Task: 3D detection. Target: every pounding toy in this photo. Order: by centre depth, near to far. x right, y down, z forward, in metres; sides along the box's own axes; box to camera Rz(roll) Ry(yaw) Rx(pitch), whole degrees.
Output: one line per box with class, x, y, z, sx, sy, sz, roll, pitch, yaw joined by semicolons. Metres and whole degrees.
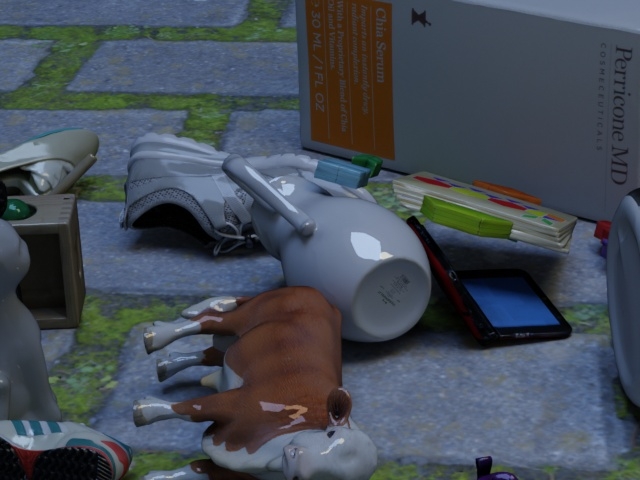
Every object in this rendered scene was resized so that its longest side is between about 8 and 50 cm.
pounding toy;-0.278;0.001;1.584;0.130;0.141;0.100;-2;25;-1

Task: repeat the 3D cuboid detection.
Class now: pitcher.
pitcher;0.000;0.000;1.537;0.125;0.178;0.207;-51;37;1

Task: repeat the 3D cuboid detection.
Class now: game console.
game console;0.157;0.032;1.558;0.085;0.124;0.144;-30;27;0

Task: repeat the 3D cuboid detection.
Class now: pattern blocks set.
pattern blocks set;0.166;-0.027;1.620;0.325;0.026;0.285;19;11;22

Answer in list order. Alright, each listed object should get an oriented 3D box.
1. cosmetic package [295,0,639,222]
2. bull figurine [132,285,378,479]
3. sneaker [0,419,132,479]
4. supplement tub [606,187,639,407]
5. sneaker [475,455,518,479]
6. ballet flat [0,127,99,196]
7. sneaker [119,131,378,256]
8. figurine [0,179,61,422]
cosmetic package;0.194;-0.186;1.853;0.453;0.230;0.161;15;30;34
bull figurine;-0.051;0.131;1.334;0.189;0.101;0.310;-5;23;2
sneaker;-0.227;0.172;1.330;0.161;0.057;0.075;6;9;19
supplement tub;0.412;0.043;1.385;0.316;0.193;0.193;-3;25;-1
sneaker;0.166;0.231;1.109;0.083;0.098;0.224;-18;29;-31
ballet flat;-0.342;-0.057;1.806;0.248;0.086;0.086;-18;29;-28
sneaker;-0.075;-0.025;1.719;0.281;0.105;0.115;9;61;14
figurine;-0.289;0.040;1.420;0.092;0.209;0.215;-10;26;-16
